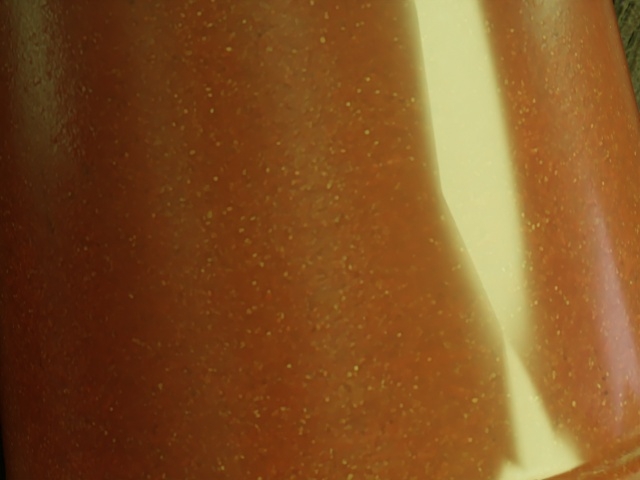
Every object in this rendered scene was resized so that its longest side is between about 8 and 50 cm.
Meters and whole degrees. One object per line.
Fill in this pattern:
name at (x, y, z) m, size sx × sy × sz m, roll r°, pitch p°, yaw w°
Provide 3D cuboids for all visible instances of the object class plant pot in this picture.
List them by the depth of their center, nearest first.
plant pot at (0.000, 0.000, 0.641) m, size 0.272 × 0.272 × 0.265 m, roll -103°, pitch -177°, yaw -81°

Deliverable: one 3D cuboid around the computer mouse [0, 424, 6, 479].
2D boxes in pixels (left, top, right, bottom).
computer mouse at (-0.157, 0.129, 0.780) m, size 0.188 × 0.072 × 0.272 m, roll 124°, pitch -25°, yaw -46°
